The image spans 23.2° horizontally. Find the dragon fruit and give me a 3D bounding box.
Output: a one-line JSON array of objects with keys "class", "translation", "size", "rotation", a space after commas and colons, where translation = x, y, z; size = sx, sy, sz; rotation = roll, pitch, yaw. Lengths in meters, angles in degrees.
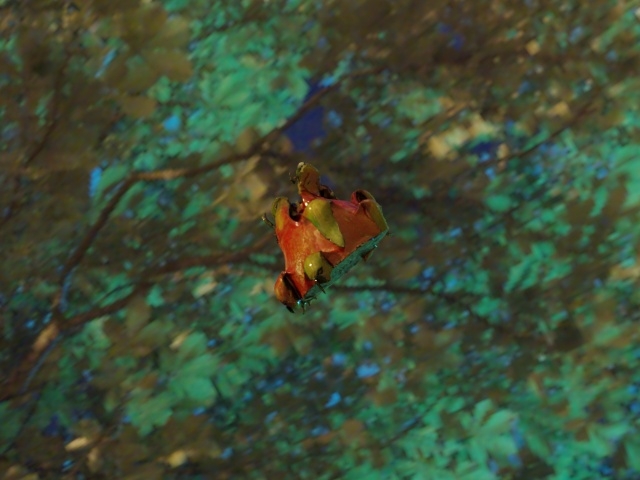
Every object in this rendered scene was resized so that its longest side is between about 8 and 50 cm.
[{"class": "dragon fruit", "translation": [0.000, 0.000, 1.547], "size": [0.138, 0.142, 0.175], "rotation": [-31, -125, -8]}]
